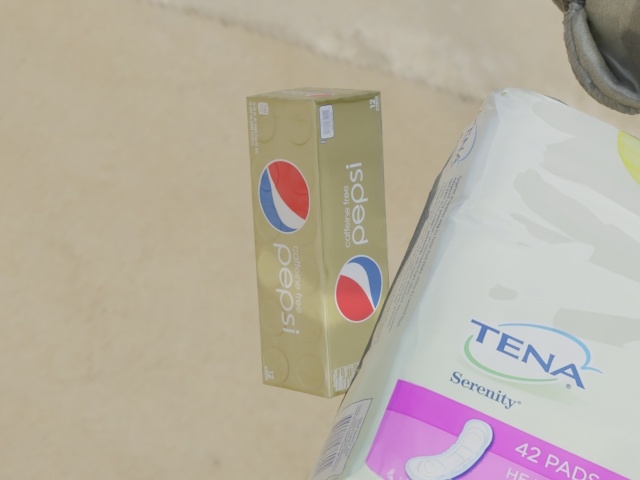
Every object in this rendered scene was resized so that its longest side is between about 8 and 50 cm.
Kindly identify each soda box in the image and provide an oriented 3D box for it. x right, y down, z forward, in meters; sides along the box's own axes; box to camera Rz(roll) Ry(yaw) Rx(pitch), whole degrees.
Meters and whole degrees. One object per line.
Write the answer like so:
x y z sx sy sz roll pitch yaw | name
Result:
0.000 0.000 1.119 0.058 0.061 0.181 -12 104 -43 | soda box

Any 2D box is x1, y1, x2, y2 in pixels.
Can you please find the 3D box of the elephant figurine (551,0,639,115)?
0.191 -0.147 0.995 0.169 0.239 0.186 32 60 -48 | elephant figurine

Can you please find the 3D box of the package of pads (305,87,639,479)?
0.164 0.084 0.811 0.297 0.101 0.229 25 59 -1 | package of pads
